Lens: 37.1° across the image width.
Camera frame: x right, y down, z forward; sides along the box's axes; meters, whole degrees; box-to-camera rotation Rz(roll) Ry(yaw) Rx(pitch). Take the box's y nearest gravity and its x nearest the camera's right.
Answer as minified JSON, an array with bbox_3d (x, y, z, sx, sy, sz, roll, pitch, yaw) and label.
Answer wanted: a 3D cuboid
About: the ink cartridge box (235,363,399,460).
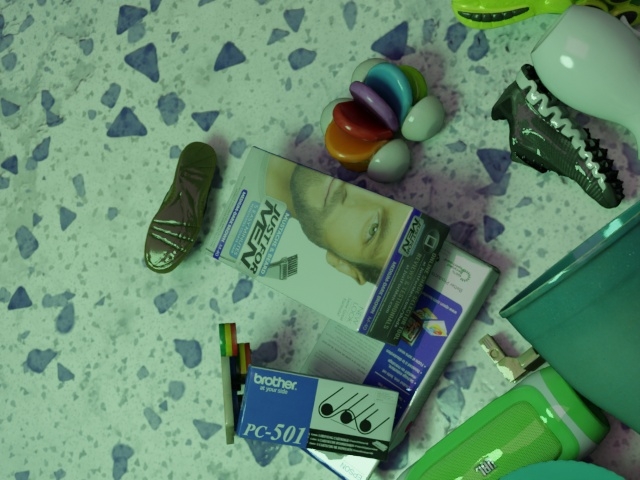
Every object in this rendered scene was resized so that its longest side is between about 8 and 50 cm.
[{"bbox_3d":[-0.004,0.235,1.297,0.207,0.046,0.097,12,85,-9],"label":"ink cartridge box"}]

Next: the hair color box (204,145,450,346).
[{"bbox_3d":[0.000,0.000,1.378,0.339,0.110,0.185,24,89,40],"label":"hair color box"}]

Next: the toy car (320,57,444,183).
[{"bbox_3d":[0.078,-0.187,1.406,0.159,0.136,0.182,43,100,24],"label":"toy car"}]

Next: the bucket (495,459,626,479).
[{"bbox_3d":[0.293,0.407,1.119,0.281,0.183,0.281,-13,41,12],"label":"bucket"}]

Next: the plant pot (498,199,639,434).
[{"bbox_3d":[0.404,0.104,1.155,0.272,0.272,0.255,-40,82,13],"label":"plant pot"}]

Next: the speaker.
[{"bbox_3d":[0.231,0.294,1.263,0.296,0.131,0.131,-41,67,13],"label":"speaker"}]

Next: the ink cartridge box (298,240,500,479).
[{"bbox_3d":[0.091,0.159,1.382,0.176,0.069,0.370,32,92,25],"label":"ink cartridge box"}]

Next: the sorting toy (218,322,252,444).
[{"bbox_3d":[-0.120,0.220,1.387,0.046,0.274,0.132,-4,67,-7],"label":"sorting toy"}]

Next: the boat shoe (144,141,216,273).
[{"bbox_3d":[-0.223,-0.050,1.557,0.080,0.073,0.223,18,85,1],"label":"boat shoe"}]

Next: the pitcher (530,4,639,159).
[{"bbox_3d":[0.401,-0.236,1.267,0.207,0.125,0.177,38,82,-2],"label":"pitcher"}]

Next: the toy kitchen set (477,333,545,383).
[{"bbox_3d":[0.269,0.142,1.302,0.083,0.068,0.075,-41,67,12],"label":"toy kitchen set"}]

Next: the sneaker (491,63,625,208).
[{"bbox_3d":[0.322,-0.126,1.323,0.106,0.078,0.234,-43,74,30],"label":"sneaker"}]

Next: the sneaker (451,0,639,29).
[{"bbox_3d":[0.332,-0.361,1.330,0.296,0.123,0.109,2,125,8],"label":"sneaker"}]
